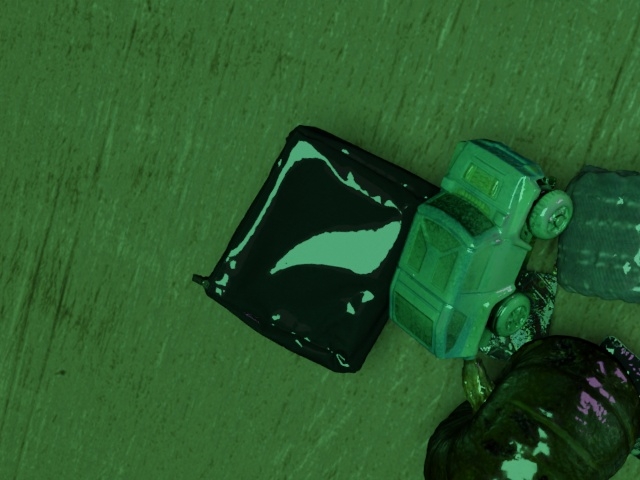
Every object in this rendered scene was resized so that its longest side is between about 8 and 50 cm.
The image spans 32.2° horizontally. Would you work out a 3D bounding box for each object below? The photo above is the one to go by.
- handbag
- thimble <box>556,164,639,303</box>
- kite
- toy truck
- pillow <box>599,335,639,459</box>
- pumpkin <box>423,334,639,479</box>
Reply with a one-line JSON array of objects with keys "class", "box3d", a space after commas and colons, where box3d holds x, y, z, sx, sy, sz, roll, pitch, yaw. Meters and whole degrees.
[{"class": "handbag", "box3d": [0.001, 0.000, 1.567, 0.275, 0.178, 0.302, 28, 102, -5]}, {"class": "thimble", "box3d": [0.429, -0.007, 1.445, 0.236, 0.205, 0.172, 7, 94, 29]}, {"class": "kite", "box3d": [0.291, 0.034, 1.571, 0.152, 0.015, 0.285, 24, 101, 16]}, {"class": "toy truck", "box3d": [0.200, 0.013, 1.442, 0.155, 0.156, 0.279, 39, 122, 40]}, {"class": "pillow", "box3d": [0.435, 0.231, 1.519, 0.208, 0.055, 0.141, 32, 110, -6]}, {"class": "pumpkin", "box3d": [0.245, 0.271, 1.451, 0.242, 0.232, 0.325, 45, 128, 9]}]
